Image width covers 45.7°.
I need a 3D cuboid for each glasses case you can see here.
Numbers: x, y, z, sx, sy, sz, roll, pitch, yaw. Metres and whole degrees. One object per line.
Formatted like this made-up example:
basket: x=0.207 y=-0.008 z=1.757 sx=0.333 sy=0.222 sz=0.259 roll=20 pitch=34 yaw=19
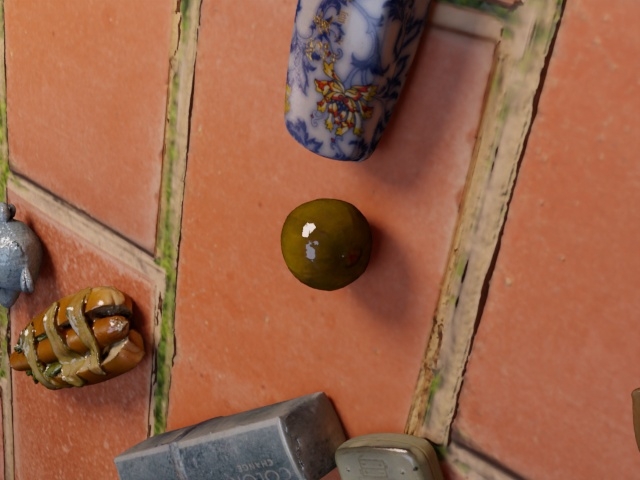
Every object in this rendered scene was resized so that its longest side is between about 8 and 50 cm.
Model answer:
glasses case: x=0.031 y=-0.174 z=0.528 sx=0.086 sy=0.065 sz=0.248 roll=29 pitch=120 yaw=29

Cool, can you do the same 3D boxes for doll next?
doll: x=-0.419 y=0.034 z=0.978 sx=0.179 sy=0.075 sz=0.120 roll=-30 pitch=80 yaw=42

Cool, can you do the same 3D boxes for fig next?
fig: x=0.000 y=0.000 z=0.609 sx=0.088 sy=0.074 sz=0.074 roll=26 pitch=121 yaw=51

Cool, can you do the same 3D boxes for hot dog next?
hot dog: x=-0.297 y=0.123 z=0.906 sx=0.269 sy=0.072 sz=0.109 roll=-20 pitch=88 yaw=42

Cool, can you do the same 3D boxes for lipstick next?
lipstick: x=-0.097 y=0.217 z=0.757 sx=0.289 sy=0.076 sz=0.078 roll=-25 pitch=86 yaw=43

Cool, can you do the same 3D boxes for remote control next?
remote control: x=0.083 y=0.277 z=0.647 sx=0.098 sy=0.038 sz=0.234 roll=-13 pitch=96 yaw=43

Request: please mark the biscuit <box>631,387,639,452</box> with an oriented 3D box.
biscuit: x=0.266 y=0.075 z=0.423 sx=0.183 sy=0.047 sz=0.320 roll=-2 pitch=101 yaw=38
